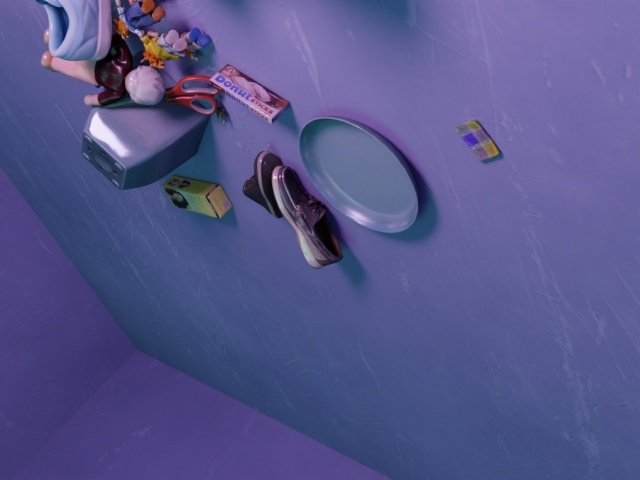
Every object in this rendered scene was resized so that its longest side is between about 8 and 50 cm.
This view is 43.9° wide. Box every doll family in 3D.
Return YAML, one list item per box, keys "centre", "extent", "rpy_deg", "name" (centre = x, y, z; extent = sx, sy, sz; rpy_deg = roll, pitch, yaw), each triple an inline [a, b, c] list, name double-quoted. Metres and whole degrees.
- centre: [-0.386, -0.474, 1.774]
  extent: [0.263, 0.118, 0.163]
  rpy_deg: [47, 155, -25]
  name: "doll family"

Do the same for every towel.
- centre: [0.288, -0.181, 1.453]
  extent: [0.083, 0.009, 0.060]
  rpy_deg: [51, 153, -16]
  name: "towel"

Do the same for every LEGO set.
- centre: [-0.250, -0.325, 1.949]
  extent: [0.054, 0.023, 0.083]
  rpy_deg: [16, 130, 37]
  name: "LEGO set"

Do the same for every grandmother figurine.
- centre: [-0.512, -0.416, 1.899]
  extent: [0.342, 0.104, 0.208]
  rpy_deg: [27, 125, 21]
  name: "grandmother figurine"

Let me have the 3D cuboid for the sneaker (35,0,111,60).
- centre: [-0.545, -0.569, 1.720]
  extent: [0.135, 0.150, 0.366]
  rpy_deg: [12, 113, 36]
  name: "sneaker"

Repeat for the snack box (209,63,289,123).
- centre: [-0.158, -0.327, 1.770]
  extent: [0.178, 0.064, 0.022]
  rpy_deg: [34, 153, 16]
  name: "snack box"

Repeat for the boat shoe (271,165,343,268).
- centre: [-0.027, -0.062, 1.956]
  extent: [0.092, 0.103, 0.285]
  rpy_deg: [-13, 111, 30]
  name: "boat shoe"

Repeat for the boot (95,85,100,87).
- centre: [-0.593, -0.457, 2.108]
  extent: [0.219, 0.106, 0.082]
  rpy_deg: [2, 133, 51]
  name: "boot"

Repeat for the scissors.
- centre: [-0.383, -0.354, 1.905]
  extent: [0.297, 0.021, 0.109]
  rpy_deg: [4, 137, 3]
  name: "scissors"

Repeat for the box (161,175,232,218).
- centre: [-0.366, -0.130, 2.338]
  extent: [0.232, 0.058, 0.087]
  rpy_deg: [12, 141, 43]
  name: "box"

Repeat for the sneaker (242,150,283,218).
- centre: [-0.156, -0.151, 2.002]
  extent: [0.118, 0.083, 0.222]
  rpy_deg: [28, 150, 27]
  name: "sneaker"

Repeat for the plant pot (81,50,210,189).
- centre: [-0.476, -0.278, 2.056]
  extent: [0.248, 0.252, 0.247]
  rpy_deg: [42, 152, 0]
  name: "plant pot"

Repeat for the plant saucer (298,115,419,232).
- centre: [0.088, -0.149, 1.729]
  extent: [0.317, 0.044, 0.317]
  rpy_deg: [32, 152, 19]
  name: "plant saucer"
